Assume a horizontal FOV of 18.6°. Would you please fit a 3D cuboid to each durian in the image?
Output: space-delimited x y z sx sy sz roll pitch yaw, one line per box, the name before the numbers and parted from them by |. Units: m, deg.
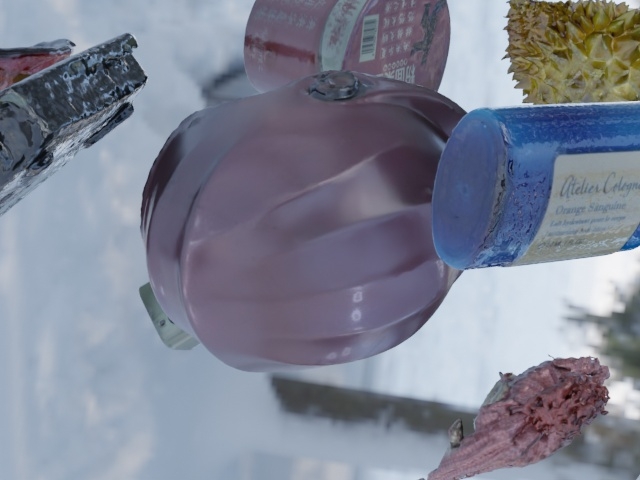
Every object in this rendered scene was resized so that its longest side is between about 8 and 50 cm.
durian | 0.270 -0.139 1.694 0.138 0.249 0.183 65 -34 23

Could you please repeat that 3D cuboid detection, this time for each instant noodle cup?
instant noodle cup | 0.029 -0.241 2.431 0.235 0.178 0.235 -31 131 -44

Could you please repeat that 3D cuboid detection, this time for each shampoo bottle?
shampoo bottle | 0.137 -0.031 1.041 0.183 0.050 0.087 -6 114 -45

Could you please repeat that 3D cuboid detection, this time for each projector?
projector | -0.140 0.067 2.180 0.083 0.082 0.083 63 19 14

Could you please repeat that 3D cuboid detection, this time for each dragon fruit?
dragon fruit | -0.429 -0.198 2.436 0.343 0.282 0.100 8 -70 64

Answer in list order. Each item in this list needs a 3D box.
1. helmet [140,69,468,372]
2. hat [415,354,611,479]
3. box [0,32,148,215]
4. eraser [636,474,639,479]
helmet | 0.000 0.000 1.762 0.197 0.338 0.271 -91 176 -63
hat | 0.226 0.187 2.129 0.236 0.107 0.286 -36 178 -20
box | -0.350 -0.067 2.032 0.091 0.359 0.350 52 21 -3
eraser | 0.335 0.341 2.063 0.298 0.078 0.076 110 -23 -53
